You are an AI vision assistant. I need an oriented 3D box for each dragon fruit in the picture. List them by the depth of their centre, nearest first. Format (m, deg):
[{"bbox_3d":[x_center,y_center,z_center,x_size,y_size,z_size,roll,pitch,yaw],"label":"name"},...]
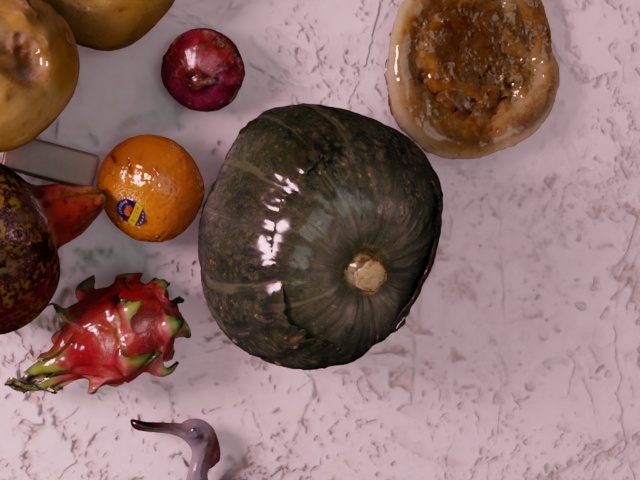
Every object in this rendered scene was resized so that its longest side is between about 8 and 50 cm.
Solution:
[{"bbox_3d":[-0.276,0.120,1.351,0.236,0.135,0.137,-14,103,-13],"label":"dragon fruit"}]

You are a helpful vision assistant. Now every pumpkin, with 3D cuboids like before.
[{"bbox_3d":[0.000,0.000,1.369,0.292,0.257,0.327,6,102,-32],"label":"pumpkin"}]

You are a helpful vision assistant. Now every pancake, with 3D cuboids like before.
[{"bbox_3d":[0.210,-0.248,1.520,0.283,0.049,0.282,-1,92,-18],"label":"pancake"}]

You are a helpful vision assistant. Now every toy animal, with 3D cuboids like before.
[{"bbox_3d":[-0.113,0.360,1.449,0.195,0.090,0.324,-16,102,-16],"label":"toy animal"}]

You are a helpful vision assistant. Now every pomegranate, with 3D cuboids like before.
[{"bbox_3d":[-0.363,-0.005,1.276,0.248,0.214,0.214,-21,101,-21],"label":"pomegranate"}]

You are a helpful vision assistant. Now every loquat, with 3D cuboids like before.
[{"bbox_3d":[-0.395,-0.200,1.225,0.244,0.244,0.243,-2,96,-18],"label":"loquat"}]

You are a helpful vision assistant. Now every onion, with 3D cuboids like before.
[{"bbox_3d":[-0.147,-0.213,1.383,0.107,0.097,0.107,-1,110,-2],"label":"onion"}]

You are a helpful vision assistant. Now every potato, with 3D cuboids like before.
[{"bbox_3d":[-0.255,-0.305,1.309,0.204,0.178,0.158,-4,112,-35],"label":"potato"}]

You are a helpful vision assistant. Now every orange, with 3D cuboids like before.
[{"bbox_3d":[-0.207,-0.068,1.362,0.135,0.136,0.117,45,48,-17],"label":"orange"}]

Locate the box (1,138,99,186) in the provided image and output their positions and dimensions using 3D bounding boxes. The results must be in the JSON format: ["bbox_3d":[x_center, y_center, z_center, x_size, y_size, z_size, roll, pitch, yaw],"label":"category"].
[{"bbox_3d":[-0.336,-0.098,1.368,0.115,0.025,0.048,14,86,-19],"label":"box"}]
